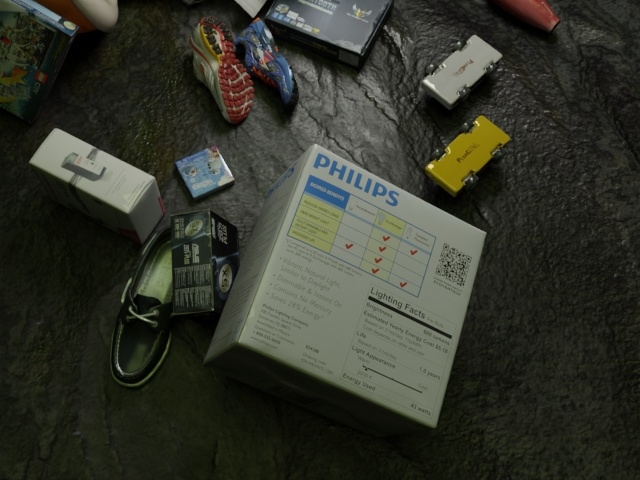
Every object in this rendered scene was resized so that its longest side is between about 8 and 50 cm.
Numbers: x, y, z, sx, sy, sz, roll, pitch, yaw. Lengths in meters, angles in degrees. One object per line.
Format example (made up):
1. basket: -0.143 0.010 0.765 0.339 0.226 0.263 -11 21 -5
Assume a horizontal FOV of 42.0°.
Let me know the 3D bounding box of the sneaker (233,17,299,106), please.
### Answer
1. sneaker: -0.112 -0.361 1.749 0.087 0.083 0.221 -29 65 0

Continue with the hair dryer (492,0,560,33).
1. hair dryer: 0.472 -0.589 1.867 0.224 0.080 0.293 -5 67 -5

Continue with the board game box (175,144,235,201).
1. board game box: -0.231 -0.135 1.666 0.090 0.020 0.090 -26 71 -13

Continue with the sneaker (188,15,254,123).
1. sneaker: -0.209 -0.346 1.733 0.088 0.093 0.225 -11 79 -43

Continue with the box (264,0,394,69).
1. box: 0.020 -0.493 1.814 0.233 0.059 0.183 24 66 8

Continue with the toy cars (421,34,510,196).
1. toy cars: 0.288 -0.249 1.711 0.177 0.087 0.393 5 63 -6

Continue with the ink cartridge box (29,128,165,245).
1. ink cartridge box: -0.415 -0.099 1.566 0.218 0.158 0.092 28 69 10

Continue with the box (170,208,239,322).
1. box: -0.203 0.051 1.495 0.078 0.147 0.180 -7 76 13

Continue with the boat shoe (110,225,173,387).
1. boat shoe: -0.312 0.113 1.514 0.114 0.091 0.302 11 66 2

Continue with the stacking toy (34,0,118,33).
1. stacking toy: -0.687 -0.497 1.683 0.480 0.350 0.350 -26 69 3

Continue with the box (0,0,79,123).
1. box: -0.586 -0.357 1.615 0.159 0.233 0.044 29 36 -14

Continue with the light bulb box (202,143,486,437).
1. light bulb box: 0.044 0.097 1.413 0.358 0.225 0.361 26 66 -14

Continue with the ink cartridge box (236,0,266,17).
1. ink cartridge box: -0.161 -0.615 1.818 0.181 0.056 0.224 40 68 -21

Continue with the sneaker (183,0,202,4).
1. sneaker: -0.304 -0.567 1.805 0.281 0.105 0.115 -10 67 -8
